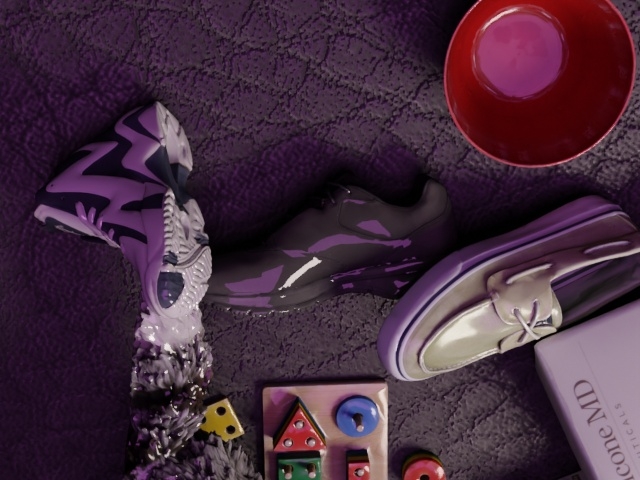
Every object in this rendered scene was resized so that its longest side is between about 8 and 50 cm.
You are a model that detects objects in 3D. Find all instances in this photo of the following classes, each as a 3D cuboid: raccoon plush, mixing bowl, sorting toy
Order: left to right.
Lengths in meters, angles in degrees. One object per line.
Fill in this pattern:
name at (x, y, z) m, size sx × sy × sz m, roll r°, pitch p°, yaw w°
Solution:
raccoon plush at (-0.048, 0.276, 1.347) m, size 0.299 × 0.216 × 0.446 m, roll 6°, pitch 122°, yaw -2°
sorting toy at (-0.003, 0.218, 1.459) m, size 0.274 × 0.046 × 0.132 m, roll -1°, pitch 109°, yaw -3°
mixing bowl at (0.200, -0.169, 1.316) m, size 0.181 × 0.098 × 0.181 m, roll -1°, pitch 109°, yaw -3°

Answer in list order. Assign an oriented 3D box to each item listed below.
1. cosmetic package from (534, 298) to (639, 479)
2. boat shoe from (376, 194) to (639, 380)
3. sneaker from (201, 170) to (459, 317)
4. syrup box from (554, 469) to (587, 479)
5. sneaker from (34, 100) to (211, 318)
cosmetic package at (0.462, 0.124, 1.356) m, size 0.453 × 0.161 × 0.230 m, roll -24°, pitch 75°, yaw 4°
boat shoe at (0.195, 0.050, 1.335) m, size 0.302 × 0.094 × 0.109 m, roll -30°, pitch 130°, yaw -18°
sneaker at (0.000, 0.000, 1.367) m, size 0.286 × 0.109 × 0.130 m, roll -9°, pitch 103°, yaw -11°
syrup box at (0.331, 0.296, 1.485) m, size 0.236 × 0.096 × 0.093 m, roll -21°, pitch 109°, yaw 4°
sneaker at (-0.195, -0.010, 1.292) m, size 0.153 × 0.235 × 0.094 m, roll -23°, pitch 149°, yaw 16°
